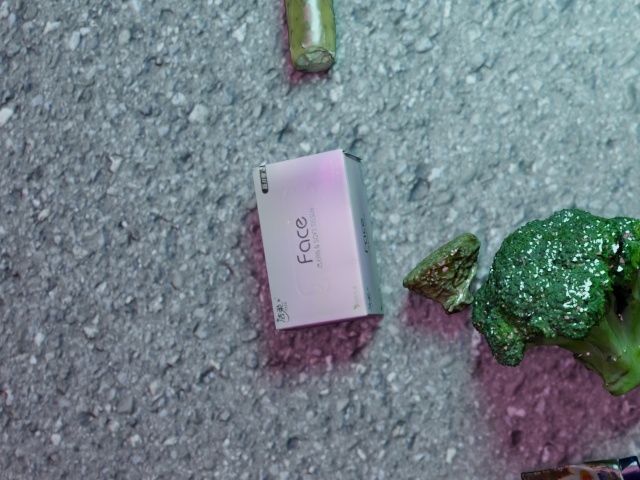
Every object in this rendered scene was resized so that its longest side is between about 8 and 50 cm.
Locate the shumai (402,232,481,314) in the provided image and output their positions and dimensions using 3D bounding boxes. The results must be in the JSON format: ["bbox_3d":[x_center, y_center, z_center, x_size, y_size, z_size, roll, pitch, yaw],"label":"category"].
[{"bbox_3d":[0.186,0.054,1.581,0.123,0.099,0.087,-37,92,16],"label":"shumai"}]

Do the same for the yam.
[{"bbox_3d":[-0.020,-0.442,1.692,0.083,0.083,0.372,-5,84,20],"label":"yam"}]

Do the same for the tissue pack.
[{"bbox_3d":[0.000,0.000,1.645,0.148,0.092,0.246,-11,82,18],"label":"tissue pack"}]

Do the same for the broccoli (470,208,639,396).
[{"bbox_3d":[0.329,0.093,1.475,0.269,0.269,0.254,36,63,18],"label":"broccoli"}]

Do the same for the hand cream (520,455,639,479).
[{"bbox_3d":[0.356,0.328,1.525,0.163,0.039,0.062,-19,96,20],"label":"hand cream"}]
